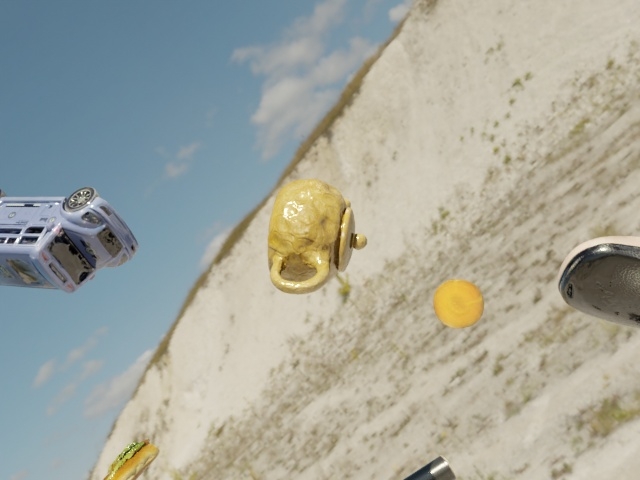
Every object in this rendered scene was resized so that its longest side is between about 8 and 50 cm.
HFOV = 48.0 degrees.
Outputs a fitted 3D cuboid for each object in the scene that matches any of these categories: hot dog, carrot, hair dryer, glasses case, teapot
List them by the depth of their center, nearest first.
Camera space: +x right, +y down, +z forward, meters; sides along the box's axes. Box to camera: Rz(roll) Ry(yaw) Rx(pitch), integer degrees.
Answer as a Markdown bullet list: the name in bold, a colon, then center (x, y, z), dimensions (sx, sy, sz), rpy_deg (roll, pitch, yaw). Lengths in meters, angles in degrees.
- **glasses case**: center (0.450, 0.060, 0.874), dimensions (0.122, 0.315, 0.075), rpy_deg (97, -179, -45)
- **carrot**: center (0.176, 0.074, 0.898), dimensions (0.057, 0.057, 0.224), rpy_deg (-44, -11, 8)
- **hot dog**: center (-0.284, 0.332, 1.048), dimensions (0.056, 0.041, 0.133), rpy_deg (-37, 3, 28)
- **teapot**: center (0.000, 0.000, 1.295), dimensions (0.311, 0.167, 0.203), rpy_deg (-69, -17, -57)
- **hair dryer**: center (0.298, 0.637, 1.697), dimensions (0.128, 0.255, 0.070), rpy_deg (-27, -51, -9)

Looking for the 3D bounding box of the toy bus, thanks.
- **toy bus**: center (-0.436, 0.004, 1.115), dimensions (0.125, 0.292, 0.133), rpy_deg (65, -144, -43)
